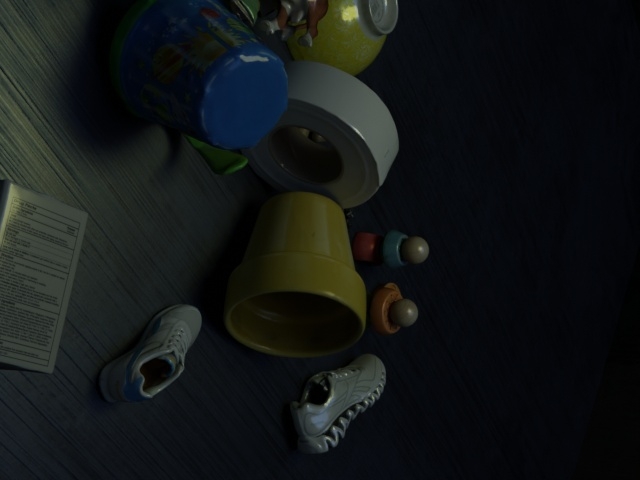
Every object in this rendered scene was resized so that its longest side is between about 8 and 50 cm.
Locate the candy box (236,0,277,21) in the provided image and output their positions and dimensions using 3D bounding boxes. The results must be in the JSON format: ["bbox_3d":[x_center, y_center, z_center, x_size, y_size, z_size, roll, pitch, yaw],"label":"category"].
[{"bbox_3d":[-0.117,-0.517,1.848,0.165,0.070,0.196,-43,124,-48],"label":"candy box"}]

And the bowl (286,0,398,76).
[{"bbox_3d":[0.062,-0.466,2.038,0.289,0.156,0.290,-1,92,-55],"label":"bowl"}]

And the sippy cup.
[{"bbox_3d":[-0.173,-0.254,1.563,0.240,0.224,0.305,-55,139,2],"label":"sippy cup"}]

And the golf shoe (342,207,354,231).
[{"bbox_3d":[0.000,0.000,2.026,0.077,0.094,0.198,13,106,-41],"label":"golf shoe"}]

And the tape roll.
[{"bbox_3d":[-0.007,-0.185,1.825,0.286,0.286,0.100,58,45,-38],"label":"tape roll"}]

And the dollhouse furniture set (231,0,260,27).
[{"bbox_3d":[-0.126,-0.420,1.589,0.152,0.058,0.076,49,23,-31],"label":"dollhouse furniture set"}]

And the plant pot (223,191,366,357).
[{"bbox_3d":[-0.042,0.052,1.835,0.254,0.253,0.239,45,39,-46],"label":"plant pot"}]

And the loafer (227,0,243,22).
[{"bbox_3d":[-0.203,-0.403,1.672,0.366,0.130,0.134,54,49,-41],"label":"loafer"}]

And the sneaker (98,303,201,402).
[{"bbox_3d":[-0.253,0.185,1.638,0.229,0.092,0.087,-50,127,-45],"label":"sneaker"}]

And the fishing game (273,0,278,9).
[{"bbox_3d":[-0.036,-0.541,1.871,0.264,0.041,0.189,-57,133,-27],"label":"fishing game"}]

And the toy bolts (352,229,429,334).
[{"bbox_3d":[0.171,0.092,2.197,0.218,0.158,0.229,10,82,-55],"label":"toy bolts"}]

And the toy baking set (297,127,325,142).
[{"bbox_3d":[0.006,-0.203,2.074,0.196,0.030,0.256,38,60,-52],"label":"toy baking set"}]

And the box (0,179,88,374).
[{"bbox_3d":[-0.427,0.050,1.351,0.148,0.126,0.233,28,67,-52],"label":"box"}]

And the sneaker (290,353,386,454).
[{"bbox_3d":[0.038,0.307,2.063,0.292,0.110,0.118,-43,116,-47],"label":"sneaker"}]

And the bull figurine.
[{"bbox_3d":[-0.075,-0.477,1.717,0.310,0.101,0.188,55,40,-38],"label":"bull figurine"}]
